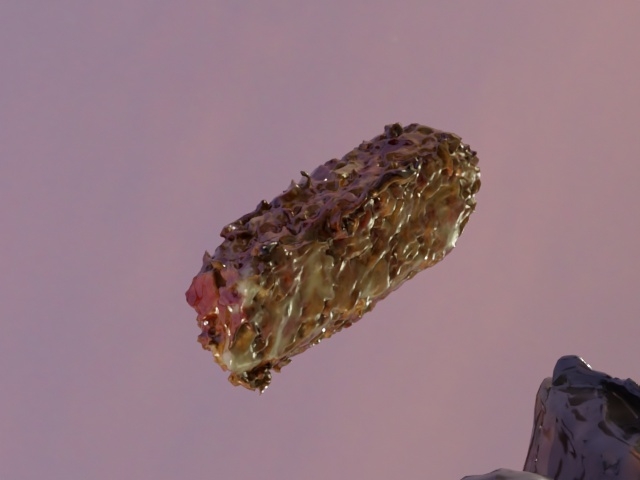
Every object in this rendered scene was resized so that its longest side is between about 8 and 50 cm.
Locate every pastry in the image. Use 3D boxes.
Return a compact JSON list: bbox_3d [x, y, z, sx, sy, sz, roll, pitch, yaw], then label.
[{"bbox_3d":[0.000,0.002,0.856,0.169,0.063,0.087,-31,-43,-37],"label":"pastry"}]

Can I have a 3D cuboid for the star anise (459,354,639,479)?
[{"bbox_3d":[0.126,0.127,0.570,0.093,0.236,0.229,-66,-10,30],"label":"star anise"}]
